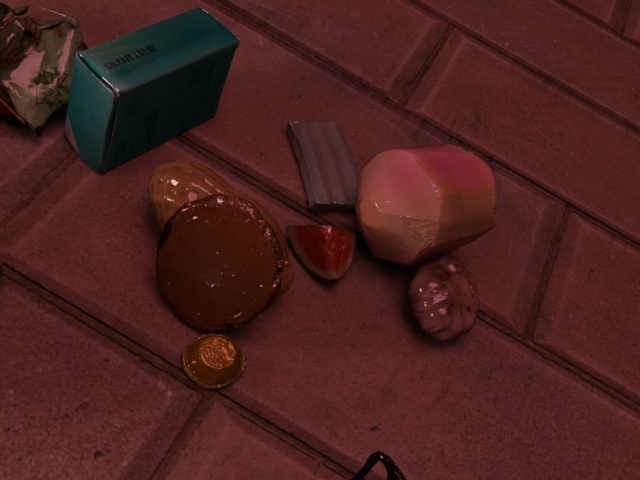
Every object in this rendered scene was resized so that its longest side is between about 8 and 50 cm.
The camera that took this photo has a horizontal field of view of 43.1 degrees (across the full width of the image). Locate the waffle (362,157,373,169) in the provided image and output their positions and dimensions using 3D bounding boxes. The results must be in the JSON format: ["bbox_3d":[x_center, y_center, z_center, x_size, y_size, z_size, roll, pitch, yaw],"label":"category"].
[{"bbox_3d":[0.127,-0.138,1.684,0.075,0.029,0.083,-3,56,-26],"label":"waffle"}]

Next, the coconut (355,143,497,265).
[{"bbox_3d":[0.180,-0.063,1.513,0.245,0.233,0.233,-9,57,-31],"label":"coconut"}]

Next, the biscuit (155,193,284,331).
[{"bbox_3d":[-0.161,0.036,1.295,0.225,0.226,0.042,33,13,5],"label":"biscuit"}]

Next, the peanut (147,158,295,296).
[{"bbox_3d":[-0.168,-0.020,1.379,0.305,0.147,0.147,35,47,7],"label":"peanut"}]

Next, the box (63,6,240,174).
[{"bbox_3d":[-0.309,-0.281,1.486,0.118,0.205,0.311,40,48,14],"label":"box"}]

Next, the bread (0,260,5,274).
[{"bbox_3d":[-0.538,0.045,1.202,0.127,0.069,0.140,19,48,-10],"label":"bread"}]

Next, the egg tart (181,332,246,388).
[{"bbox_3d":[-0.166,0.184,1.275,0.105,0.039,0.105,13,50,-16],"label":"egg tart"}]

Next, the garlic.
[{"bbox_3d":[0.220,0.107,1.473,0.147,0.102,0.159,25,57,-22],"label":"garlic"}]

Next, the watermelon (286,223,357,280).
[{"bbox_3d":[0.000,0.000,1.467,0.135,0.094,0.125,25,54,3],"label":"watermelon"}]

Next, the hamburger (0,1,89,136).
[{"bbox_3d":[-0.518,-0.338,1.478,0.260,0.150,0.276,43,47,11],"label":"hamburger"}]

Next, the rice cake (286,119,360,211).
[{"bbox_3d":[0.012,-0.156,1.636,0.127,0.043,0.237,-1,54,-26],"label":"rice cake"}]

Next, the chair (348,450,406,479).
[{"bbox_3d":[0.021,0.380,1.065,0.113,0.229,0.106,-17,60,-37],"label":"chair"}]
